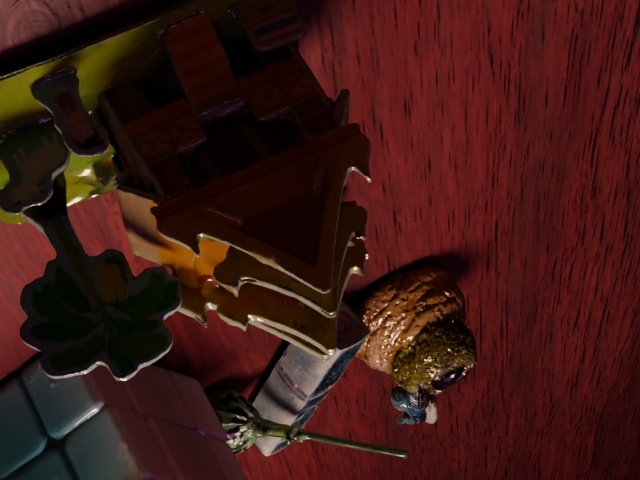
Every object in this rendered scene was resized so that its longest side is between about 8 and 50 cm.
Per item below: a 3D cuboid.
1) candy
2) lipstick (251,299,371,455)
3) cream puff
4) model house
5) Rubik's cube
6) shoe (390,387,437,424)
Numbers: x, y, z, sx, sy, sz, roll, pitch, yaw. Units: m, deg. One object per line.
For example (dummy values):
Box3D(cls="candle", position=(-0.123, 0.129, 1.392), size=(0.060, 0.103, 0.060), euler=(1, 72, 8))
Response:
Box3D(cls="candy", position=(-0.030, 0.271, 2.013), size=(0.083, 0.306, 0.091), euler=(-41, 140, -73))
Box3D(cls="lipstick", position=(-0.027, 0.195, 2.054), size=(0.077, 0.076, 0.289), euler=(-29, 161, -41))
Box3D(cls="cream puff", position=(0.138, 0.146, 2.043), size=(0.183, 0.169, 0.183), euler=(-26, 155, -13))
Box3D(cls="model house", position=(-0.116, -0.026, 1.320), size=(0.358, 0.312, 0.242), euler=(-23, 150, -15))
Box3D(cls="Rubik's cube", position=(-0.277, 0.351, 1.800), size=(0.322, 0.316, 0.319), euler=(-36, 154, 12))
Box3D(cls="shoe", position=(0.149, 0.252, 2.371), size=(0.071, 0.063, 0.143), euler=(-12, 148, 3))
